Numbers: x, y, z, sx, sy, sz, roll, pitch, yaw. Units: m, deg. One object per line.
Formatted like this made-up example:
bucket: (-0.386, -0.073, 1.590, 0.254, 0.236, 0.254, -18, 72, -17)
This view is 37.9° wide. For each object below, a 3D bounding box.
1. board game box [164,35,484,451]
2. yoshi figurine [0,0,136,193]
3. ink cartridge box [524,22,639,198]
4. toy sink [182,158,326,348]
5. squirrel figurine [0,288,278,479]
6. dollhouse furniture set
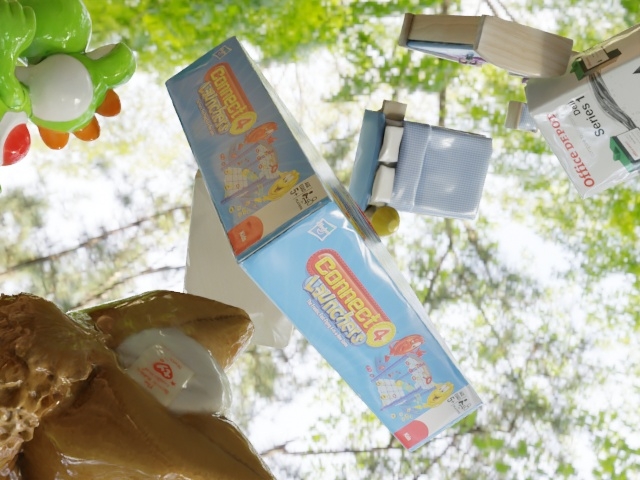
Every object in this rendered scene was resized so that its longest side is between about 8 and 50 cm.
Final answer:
board game box: (0.000, 0.000, 0.882, 0.086, 0.308, 0.302, -34, -140, 5)
yoshi figurine: (-0.400, -0.199, 1.107, 0.362, 0.202, 0.204, -30, -131, -35)
ink cartridge box: (0.392, -0.172, 1.180, 0.220, 0.160, 0.092, -27, -153, 26)
toy sink: (-0.089, 0.003, 1.234, 0.153, 0.234, 0.131, 10, -151, 2)
squirrel figurine: (-0.287, 0.248, 0.994, 0.397, 0.370, 0.281, 20, -148, -34)
dollhouse furniture set: (0.224, -0.129, 1.255, 0.287, 0.303, 0.198, 8, -170, -26)
